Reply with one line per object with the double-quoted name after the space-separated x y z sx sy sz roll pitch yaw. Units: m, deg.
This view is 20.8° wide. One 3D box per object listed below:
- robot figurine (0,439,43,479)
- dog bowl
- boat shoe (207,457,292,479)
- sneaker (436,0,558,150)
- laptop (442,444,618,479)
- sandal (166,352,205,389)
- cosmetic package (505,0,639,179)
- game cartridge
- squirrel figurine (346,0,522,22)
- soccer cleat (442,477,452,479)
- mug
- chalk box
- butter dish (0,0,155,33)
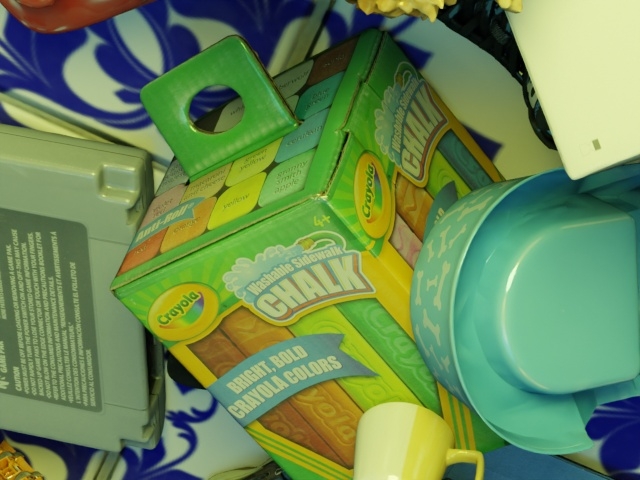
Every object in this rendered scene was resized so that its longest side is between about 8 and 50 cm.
-0.235 0.290 1.493 0.211 0.085 0.291 30 148 53 "robot figurine"
0.184 0.028 1.053 0.074 0.297 0.166 12 108 61 "dog bowl"
-0.037 0.206 1.413 0.152 0.049 0.056 -26 119 34 "boat shoe"
0.116 -0.124 1.014 0.217 0.121 0.079 24 133 -4 "sneaker"
0.174 0.384 1.388 0.236 0.408 0.382 -3 141 -24 "laptop"
-0.035 0.101 1.323 0.179 0.040 0.067 4 132 14 "sandal"
0.239 -0.141 0.869 0.224 0.224 0.138 -23 85 33 "cosmetic package"
-0.219 0.035 1.317 0.198 0.062 0.297 14 134 12 "game cartridge"
0.018 -0.304 0.786 0.370 0.281 0.397 -9 110 3 "squirrel figurine"
0.081 0.335 1.326 0.116 0.143 0.331 -13 104 50 "soccer cleat"
0.053 0.140 1.068 0.078 0.064 0.062 -24 119 31 "mug"
0.000 0.000 1.124 0.180 0.179 0.289 -25 120 34 "chalk box"
-0.156 -0.184 1.051 0.160 0.118 0.160 -15 124 29 "butter dish"
